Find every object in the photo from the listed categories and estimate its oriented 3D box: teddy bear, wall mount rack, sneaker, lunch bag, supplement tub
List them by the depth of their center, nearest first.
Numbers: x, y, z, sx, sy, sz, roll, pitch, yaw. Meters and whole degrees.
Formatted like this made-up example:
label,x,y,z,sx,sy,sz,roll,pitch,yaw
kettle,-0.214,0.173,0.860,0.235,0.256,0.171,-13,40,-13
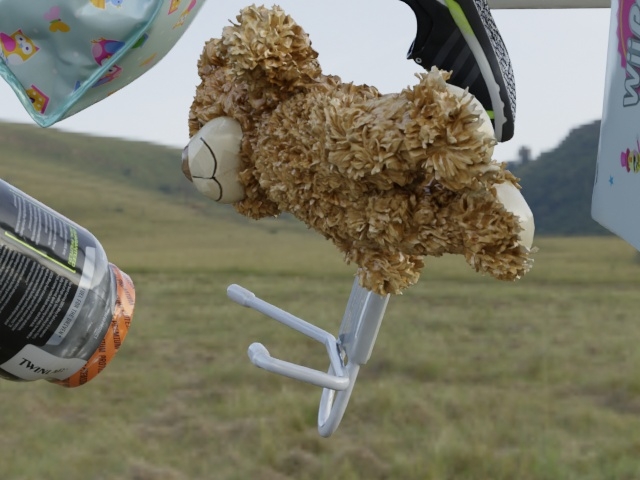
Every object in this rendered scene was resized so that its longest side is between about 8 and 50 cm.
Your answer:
label,x,y,z,sx,sy,sz,roll,pitch,yaw
teddy bear,0.009,-0.056,0.858,0.338,0.113,0.245,26,-22,29
lunch bag,-0.187,-0.261,1.129,0.262,0.160,0.223,-40,6,32
wall mount rack,0.000,0.000,1.147,0.130,0.350,0.304,17,7,-8
sneaker,0.144,-0.207,1.265,0.097,0.235,0.084,-14,29,21
supplement tub,-0.369,0.032,1.266,0.193,0.194,0.316,-7,-33,46

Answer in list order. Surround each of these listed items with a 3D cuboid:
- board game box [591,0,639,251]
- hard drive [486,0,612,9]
label,x,y,z,sx,sy,sz,roll,pitch,yaw
board game box,0.293,-0.110,0.549,0.303,0.224,0.097,-4,19,-10
hard drive,0.340,-0.418,1.620,0.352,0.233,0.047,-3,-33,-10
